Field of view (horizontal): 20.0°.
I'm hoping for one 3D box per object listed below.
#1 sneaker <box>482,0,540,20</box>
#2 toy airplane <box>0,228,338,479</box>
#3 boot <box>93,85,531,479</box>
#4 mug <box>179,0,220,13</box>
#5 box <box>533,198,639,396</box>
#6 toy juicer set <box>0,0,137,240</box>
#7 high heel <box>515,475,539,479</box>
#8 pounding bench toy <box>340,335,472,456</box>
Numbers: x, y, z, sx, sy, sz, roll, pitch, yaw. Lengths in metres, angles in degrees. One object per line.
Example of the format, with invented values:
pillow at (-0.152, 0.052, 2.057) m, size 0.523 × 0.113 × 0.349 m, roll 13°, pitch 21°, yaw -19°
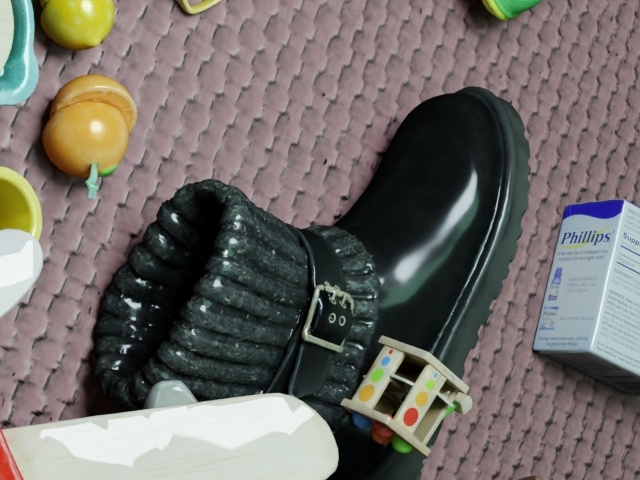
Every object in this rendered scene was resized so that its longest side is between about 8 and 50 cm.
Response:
sneaker at (0.227, -0.289, 1.515) m, size 0.295 × 0.123 × 0.109 m, roll -42°, pitch 112°, yaw -31°
toy airplane at (-0.226, 0.188, 1.087) m, size 0.386 × 0.272 × 0.384 m, roll 25°, pitch 56°, yaw 4°
boot at (0.002, 0.001, 1.320) m, size 0.260 × 0.131 × 0.348 m, roll 30°, pitch 70°, yaw -32°
mug at (-0.091, -0.206, 1.309) m, size 0.064 × 0.062 × 0.078 m, roll -33°, pitch 101°, yaw -26°
box at (0.262, 0.051, 1.553) m, size 0.126 × 0.072 × 0.137 m, roll 25°, pitch 73°, yaw -33°
toy juicer set at (-0.223, -0.160, 1.184) m, size 0.209 × 0.089 × 0.329 m, roll -35°, pitch 107°, yaw -33°
high heel at (0.101, 0.340, 1.370) m, size 0.377 × 0.127 × 0.181 m, roll -32°, pitch 95°, yaw -38°
pounding bench toy at (0.066, 0.119, 1.274) m, size 0.083 × 0.052 × 0.065 m, roll 41°, pitch 75°, yaw -37°
